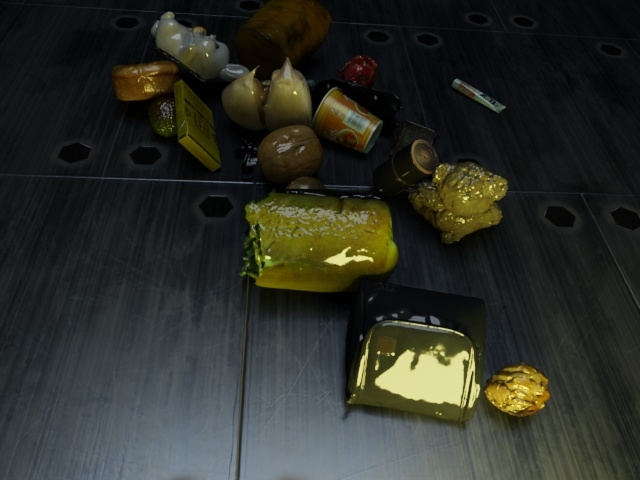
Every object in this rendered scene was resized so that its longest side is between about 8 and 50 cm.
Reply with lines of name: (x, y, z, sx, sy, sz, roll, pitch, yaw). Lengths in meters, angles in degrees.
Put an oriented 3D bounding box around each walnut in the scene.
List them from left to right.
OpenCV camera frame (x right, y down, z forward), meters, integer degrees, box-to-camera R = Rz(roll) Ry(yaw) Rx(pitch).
walnut: (-0.088, -0.245, 1.580, 0.197, 0.165, 0.165, -32, 58, -19)

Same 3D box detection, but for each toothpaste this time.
toothpaste: (0.569, -0.521, 1.977, 0.205, 0.036, 0.056, 38, 56, 20)

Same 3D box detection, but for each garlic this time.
garlic: (-0.146, -0.431, 1.677, 0.286, 0.249, 0.313, 31, 12, -6)

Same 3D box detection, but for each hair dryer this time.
hair dryer: (0.338, -0.192, 1.614, 0.352, 0.189, 0.107, 4, 70, -33)

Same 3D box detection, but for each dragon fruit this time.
dragon fruit: (0.134, -0.572, 1.919, 0.136, 0.133, 0.166, -13, 31, 43)

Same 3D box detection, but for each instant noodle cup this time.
instant noodle cup: (0.090, -0.364, 1.715, 0.185, 0.168, 0.168, 30, 52, 9)

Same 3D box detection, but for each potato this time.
potato: (-0.041, -0.099, 1.477, 0.137, 0.137, 0.176, 8, 50, 1)

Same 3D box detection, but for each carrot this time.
carrot: (-0.141, -0.717, 1.935, 0.241, 0.241, 0.341, 24, 52, 15)

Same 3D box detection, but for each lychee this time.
lychee: (-0.474, -0.386, 1.692, 0.114, 0.114, 0.146, 2, 56, -4)

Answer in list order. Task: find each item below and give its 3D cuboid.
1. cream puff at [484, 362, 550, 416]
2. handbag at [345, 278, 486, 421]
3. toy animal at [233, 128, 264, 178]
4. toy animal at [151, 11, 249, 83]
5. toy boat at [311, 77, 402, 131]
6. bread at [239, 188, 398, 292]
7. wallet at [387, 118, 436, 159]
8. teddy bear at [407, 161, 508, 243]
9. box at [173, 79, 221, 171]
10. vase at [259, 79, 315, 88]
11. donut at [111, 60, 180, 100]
cream puff: (0.418, 0.320, 1.166, 0.133, 0.119, 0.104, -12, 65, 19)
handbag: (0.204, 0.229, 1.175, 0.301, 0.178, 0.275, 11, 48, 3)
toy animal: (-0.207, -0.269, 1.663, 0.108, 0.062, 0.220, -16, 50, 6)
toy animal: (-0.401, -0.616, 1.816, 0.325, 0.154, 0.208, 32, 3, -27)
toy boat: (0.119, -0.448, 1.829, 0.298, 0.134, 0.092, 18, 12, 13)
bread: (0.000, 0.000, 1.311, 0.376, 0.208, 0.251, 5, 92, -4)
wallet: (0.290, -0.293, 1.747, 0.122, 0.031, 0.232, 21, 52, 7)
teddy bear: (0.371, -0.111, 1.448, 0.267, 0.256, 0.156, 12, 53, 5)
box: (-0.374, -0.348, 1.650, 0.041, 0.153, 0.279, -29, 49, 14)
vase: (-0.120, -0.530, 1.893, 0.211, 0.060, 0.060, -10, 50, -16)
donut: (-0.554, -0.511, 1.750, 0.226, 0.114, 0.226, -4, 19, 1)
